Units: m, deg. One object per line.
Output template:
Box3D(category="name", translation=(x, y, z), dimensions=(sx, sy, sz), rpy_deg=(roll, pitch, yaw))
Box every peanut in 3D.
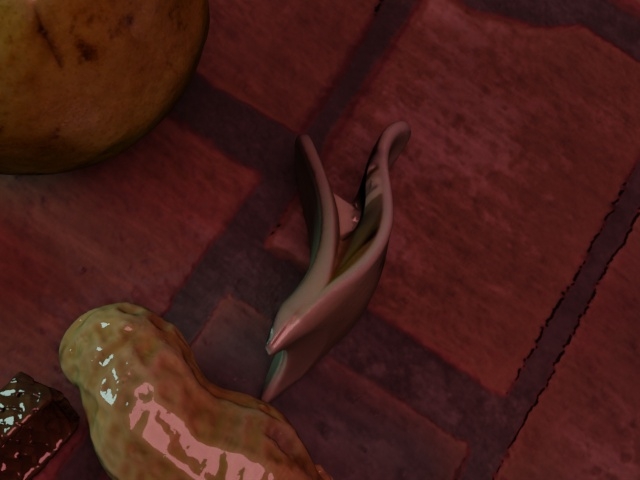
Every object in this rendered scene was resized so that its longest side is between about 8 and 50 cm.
Box3D(category="peanut", translation=(-0.110, 0.188, 1.135), dimensions=(0.153, 0.140, 0.325), rpy_deg=(-42, 87, -2))

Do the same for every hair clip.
Box3D(category="hair clip", translation=(0.017, 0.008, 1.195), dimensions=(0.113, 0.172, 0.282), rpy_deg=(8, 65, -1))

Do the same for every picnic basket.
Box3D(category="picnic basket", translation=(-0.305, 0.202, 1.115), dimensions=(0.055, 0.110, 0.193), rpy_deg=(41, 73, 21))

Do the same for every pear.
Box3D(category="pear", translation=(-0.254, -0.202, 1.121), dimensions=(0.303, 0.304, 0.304), rpy_deg=(2, 78, -10))
